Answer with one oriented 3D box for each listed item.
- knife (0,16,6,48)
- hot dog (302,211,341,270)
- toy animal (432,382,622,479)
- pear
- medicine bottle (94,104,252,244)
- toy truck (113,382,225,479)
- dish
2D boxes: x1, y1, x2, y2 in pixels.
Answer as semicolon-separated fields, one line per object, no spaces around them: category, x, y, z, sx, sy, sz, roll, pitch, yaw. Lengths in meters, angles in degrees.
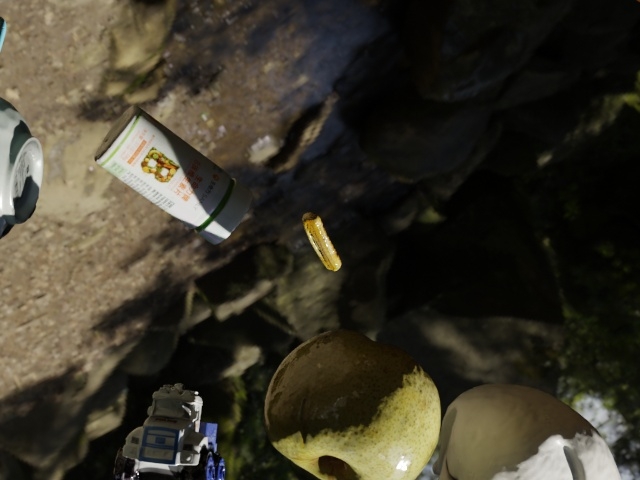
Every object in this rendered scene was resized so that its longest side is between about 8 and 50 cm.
knife;-0.502;-0.259;1.284;0.064;0.222;0.031;3;140;-1
hot dog;0.000;0.000;1.496;0.028;0.044;0.137;-59;141;-27
toy animal;0.226;0.271;1.016;0.206;0.271;0.265;-49;133;-30
pear;0.032;0.158;0.831;0.136;0.167;0.167;-61;171;-24
medicine bottle;-0.180;-0.080;1.096;0.183;0.086;0.086;36;116;-21
toy truck;-0.240;0.329;1.481;0.161;0.177;0.213;6;167;5
dish;-0.533;-0.104;1.451;0.120;0.303;0.303;10;154;1
